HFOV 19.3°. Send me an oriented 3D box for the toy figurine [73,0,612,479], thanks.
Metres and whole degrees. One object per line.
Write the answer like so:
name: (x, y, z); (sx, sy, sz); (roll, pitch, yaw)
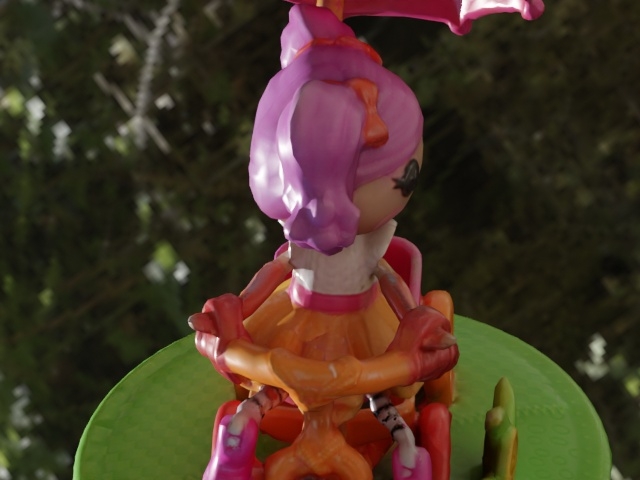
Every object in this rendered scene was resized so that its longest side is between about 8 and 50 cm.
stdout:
toy figurine: (0.000, 0.000, 0.398); (0.173, 0.130, 0.159); (-79, -11, -57)
